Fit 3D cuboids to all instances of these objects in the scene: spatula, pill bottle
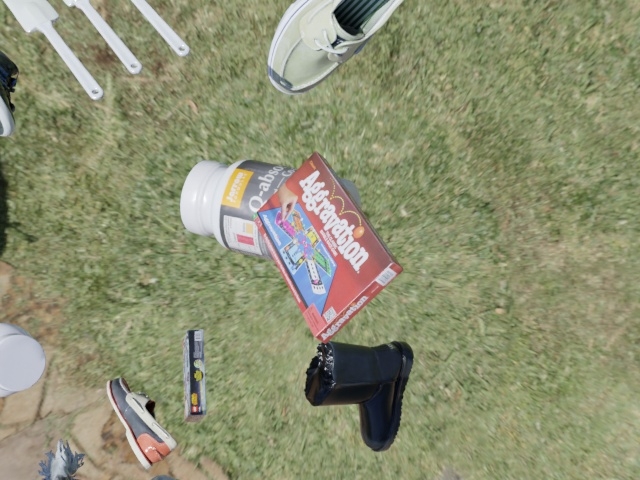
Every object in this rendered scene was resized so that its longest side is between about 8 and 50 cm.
[{"bbox_3d":[-0.277,-0.280,1.037,0.168,0.019,0.242,-31,60,-19],"label":"spatula"},{"bbox_3d":[-0.085,-0.049,1.395,0.279,0.162,0.162,13,88,21],"label":"pill bottle"},{"bbox_3d":[-0.553,0.198,1.389,0.124,0.222,0.124,3,85,-41],"label":"pill bottle"}]

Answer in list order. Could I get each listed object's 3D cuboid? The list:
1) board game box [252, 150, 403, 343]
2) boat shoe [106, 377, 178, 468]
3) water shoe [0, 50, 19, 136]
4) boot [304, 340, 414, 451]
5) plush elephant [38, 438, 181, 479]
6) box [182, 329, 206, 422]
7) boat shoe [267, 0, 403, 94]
[{"bbox_3d":[0.000,0.000,1.153,0.145,0.281,0.027,-44,131,11],"label":"board game box"},{"bbox_3d":[-0.202,0.197,0.928,0.043,0.137,0.049,-35,132,-9],"label":"boat shoe"},{"bbox_3d":[-0.499,-0.251,1.268,0.080,0.073,0.203,-21,69,-34],"label":"water shoe"},{"bbox_3d":[0.060,0.304,1.603,0.207,0.094,0.246,2,110,-30],"label":"boot"},{"bbox_3d":[-0.322,0.497,1.300,0.272,0.255,0.330,-33,49,13],"label":"plush elephant"},{"bbox_3d":[-0.205,0.220,1.333,0.027,0.094,0.136,0,70,-15],"label":"box"},{"bbox_3d":[0.024,-0.303,1.130,0.109,0.094,0.302,28,128,-23],"label":"boat shoe"}]
